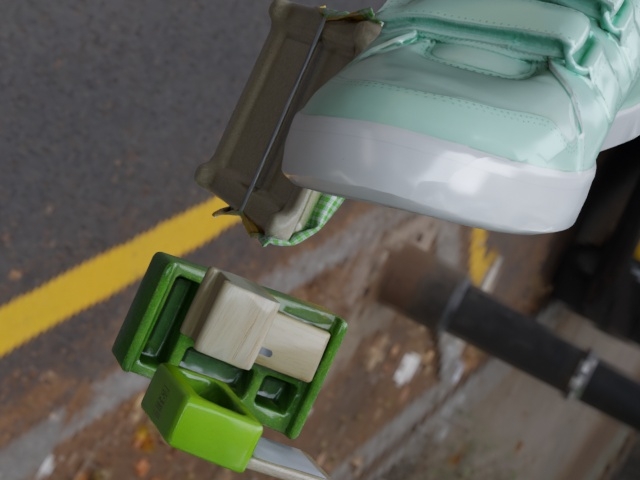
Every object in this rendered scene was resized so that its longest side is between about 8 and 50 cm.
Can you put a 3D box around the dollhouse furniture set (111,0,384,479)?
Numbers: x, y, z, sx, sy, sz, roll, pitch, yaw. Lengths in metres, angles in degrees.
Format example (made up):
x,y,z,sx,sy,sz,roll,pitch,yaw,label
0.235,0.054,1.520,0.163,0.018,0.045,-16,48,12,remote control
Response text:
x,y,z,sx,sy,sz,roll,pitch,yaw,label
0.000,0.000,1.056,0.302,0.151,0.197,-65,-157,4,dollhouse furniture set

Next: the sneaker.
x,y,z,sx,sy,sz,roll,pitch,yaw,label
0.064,-0.095,0.494,0.256,0.094,0.151,-34,136,-63,sneaker
